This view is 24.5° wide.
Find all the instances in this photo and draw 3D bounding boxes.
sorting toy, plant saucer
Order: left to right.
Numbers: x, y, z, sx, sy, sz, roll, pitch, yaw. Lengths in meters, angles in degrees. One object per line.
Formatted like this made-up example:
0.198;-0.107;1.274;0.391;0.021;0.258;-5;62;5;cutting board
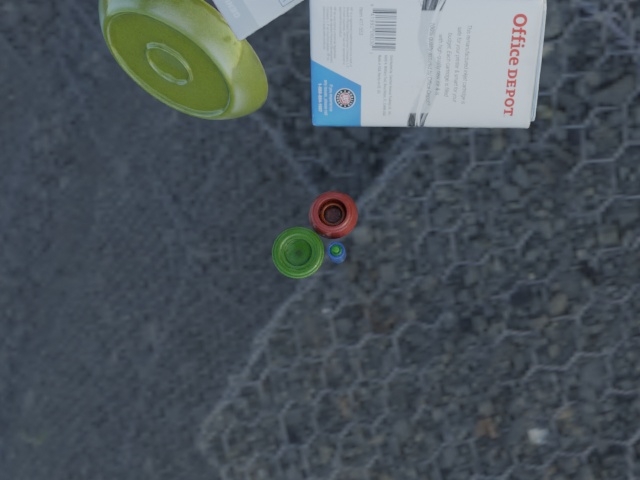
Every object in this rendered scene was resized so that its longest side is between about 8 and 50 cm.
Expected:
-0.176;-0.223;1.787;0.241;0.037;0.241;27;154;14;plant saucer
0.000;0.000;1.455;0.061;0.042;0.102;41;84;12;sorting toy

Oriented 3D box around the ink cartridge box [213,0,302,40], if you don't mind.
-0.045;-0.364;1.382;0.239;0.060;0.275;-31;103;8;ink cartridge box

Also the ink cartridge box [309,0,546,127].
0.087;-0.170;1.245;0.082;0.190;0.140;-89;-1;-46;ink cartridge box
